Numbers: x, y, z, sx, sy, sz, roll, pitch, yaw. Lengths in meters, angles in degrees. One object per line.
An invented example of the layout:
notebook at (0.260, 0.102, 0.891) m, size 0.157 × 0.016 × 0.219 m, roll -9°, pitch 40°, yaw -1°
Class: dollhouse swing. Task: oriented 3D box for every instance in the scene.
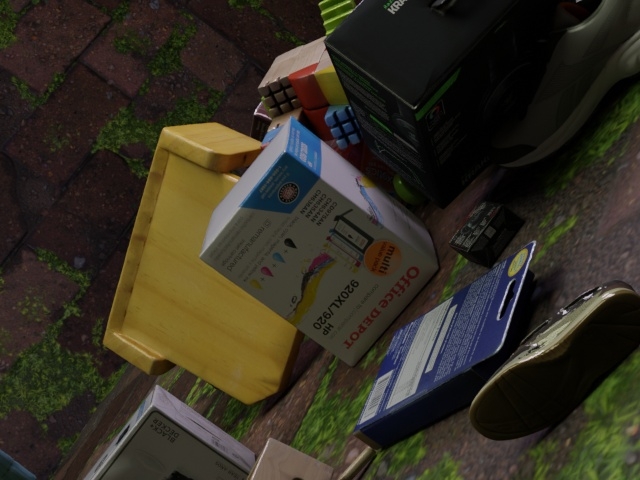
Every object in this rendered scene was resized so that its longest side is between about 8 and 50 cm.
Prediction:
dollhouse swing at (-0.120, 0.036, 1.565) m, size 0.315 × 0.305 × 0.346 m, roll -30°, pitch -42°, yaw -73°

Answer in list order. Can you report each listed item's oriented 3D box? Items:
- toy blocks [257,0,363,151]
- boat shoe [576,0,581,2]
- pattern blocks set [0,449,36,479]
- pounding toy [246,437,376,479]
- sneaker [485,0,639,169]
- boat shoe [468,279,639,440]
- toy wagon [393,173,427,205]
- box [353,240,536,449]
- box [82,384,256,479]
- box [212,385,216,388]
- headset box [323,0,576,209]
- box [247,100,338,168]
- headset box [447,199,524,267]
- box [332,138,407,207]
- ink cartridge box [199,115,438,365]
toy blocks at (0.064, -0.220, 1.389) m, size 0.381 × 0.190 × 0.261 m, roll -21°, pitch 22°, yaw 18°
boat shoe at (0.337, -0.284, 1.267) m, size 0.040 × 0.049 × 0.142 m, roll 88°, pitch -155°, yaw -53°
pattern blocks set at (-0.179, 0.286, 0.845) m, size 0.285 × 0.325 × 0.026 m, roll -42°, pitch 14°, yaw 49°
pounding toy at (-0.030, 0.260, 0.974) m, size 0.130 × 0.100 × 0.141 m, roll -63°, pitch 1°, yaw 34°
sneaker at (0.259, -0.183, 1.082) m, size 0.271 × 0.108 × 0.100 m, roll -49°, pitch 12°, yaw 37°
boat shoe at (0.171, 0.087, 0.744) m, size 0.152 × 0.056 × 0.049 m, roll -40°, pitch 9°, yaw 17°
toy wagon at (0.219, -0.203, 1.430) m, size 0.267 × 0.068 × 0.344 m, roll -43°, pitch 14°, yaw 41°
box at (0.122, 0.100, 0.945) m, size 0.225 × 0.036 × 0.136 m, roll -42°, pitch 15°, yaw 49°
box at (-0.231, 0.350, 1.304) m, size 0.290 × 0.169 × 0.087 m, roll -53°, pitch 10°, yaw 3°
box at (-0.154, 0.156, 1.810) m, size 0.158 × 0.093 × 0.156 m, roll -40°, pitch 16°, yaw 54°
headset box at (0.153, -0.207, 1.123) m, size 0.246 × 0.131 × 0.283 m, roll -46°, pitch -24°, yaw -7°
box at (-0.013, -0.198, 1.941) m, size 0.167 × 0.203 × 0.168 m, roll -60°, pitch -6°, yaw -34°
headset box at (0.172, -0.008, 1.093) m, size 0.062 × 0.032 × 0.083 m, roll -53°, pitch 9°, yaw -2°
box at (0.016, -0.044, 1.575) m, size 0.257 × 0.123 × 0.128 m, roll -28°, pitch 31°, yaw 54°
ink cartridge box at (0.000, 0.000, 1.264) m, size 0.171 × 0.233 × 0.168 m, roll -50°, pitch 13°, yaw 16°
